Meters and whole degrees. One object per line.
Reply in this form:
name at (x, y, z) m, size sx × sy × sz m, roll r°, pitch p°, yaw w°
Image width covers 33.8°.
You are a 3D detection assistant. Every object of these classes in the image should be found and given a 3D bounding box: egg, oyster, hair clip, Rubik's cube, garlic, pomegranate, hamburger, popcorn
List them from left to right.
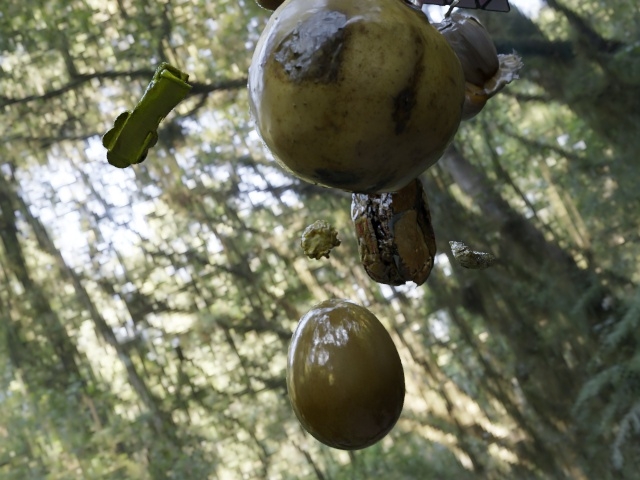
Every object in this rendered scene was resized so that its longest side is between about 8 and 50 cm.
hair clip at (-0.251, -0.174, 1.495) m, size 0.072 × 0.046 × 0.173 m, roll 27°, pitch -64°, yaw -24°
popcorn at (0.000, 0.000, 2.134) m, size 0.083 × 0.082 × 0.057 m, roll 5°, pitch 14°, yaw -1°
egg at (0.050, 0.281, 2.224) m, size 0.250 × 0.323 × 0.250 m, roll -12°, pitch -8°, yaw -2°
pomegranate at (0.037, -0.190, 1.310) m, size 0.281 × 0.281 × 0.281 m, roll -23°, pitch -13°, yaw -6°
hamburger at (0.130, -0.018, 1.890) m, size 0.106 × 0.231 × 0.231 m, roll -6°, pitch -6°, yaw 22°
Rubik's cube at (0.274, -0.563, 2.200) m, size 0.178 × 0.211 × 0.190 m, roll -33°, pitch -23°, yaw -10°
garlic at (0.263, -0.327, 1.825) m, size 0.207 × 0.207 × 0.257 m, roll -18°, pitch -25°, yaw -26°
oyster at (0.313, 0.022, 2.150) m, size 0.083 × 0.081 × 0.038 m, roll -11°, pitch -37°, yaw -19°

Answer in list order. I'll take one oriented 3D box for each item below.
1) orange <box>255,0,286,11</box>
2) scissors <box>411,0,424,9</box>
orange at (-0.076, -0.425, 1.778) m, size 0.085 × 0.085 × 0.085 m, roll -23°, pitch -13°, yaw -6°
scissors at (0.185, -0.469, 1.999) m, size 0.024 × 0.160 × 0.317 m, roll 16°, pitch -17°, yaw -3°
